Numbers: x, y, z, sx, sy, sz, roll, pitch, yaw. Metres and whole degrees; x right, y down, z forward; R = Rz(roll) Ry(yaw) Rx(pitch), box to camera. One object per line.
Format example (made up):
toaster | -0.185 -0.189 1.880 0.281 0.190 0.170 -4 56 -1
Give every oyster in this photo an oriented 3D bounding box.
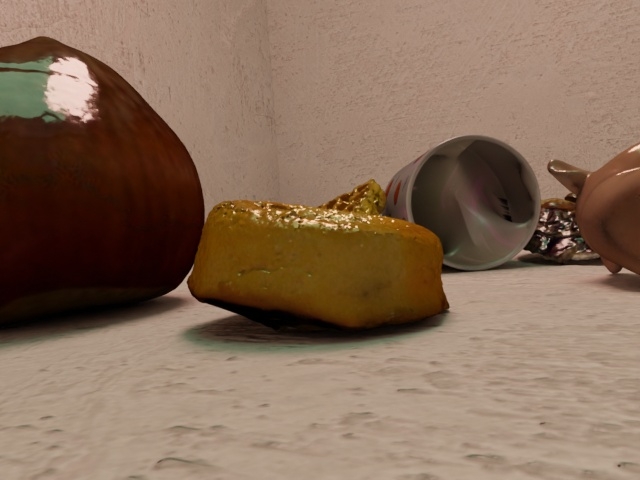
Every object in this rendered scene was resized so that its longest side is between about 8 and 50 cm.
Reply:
oyster | 0.436 -0.017 1.023 0.271 0.100 0.275 17 10 38

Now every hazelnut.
hazelnut | -0.348 -0.058 0.745 0.360 0.358 0.409 -3 -7 25

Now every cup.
cup | 0.226 -0.060 1.067 0.213 0.212 0.317 -4 1 -4

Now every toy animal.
toy animal | 0.376 -0.026 0.638 0.154 0.166 0.250 -17 7 -8

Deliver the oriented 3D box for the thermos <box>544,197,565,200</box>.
thermos | 0.545 -0.028 1.265 0.137 0.105 0.193 27 7 0

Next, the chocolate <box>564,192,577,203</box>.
chocolate | 0.479 -0.065 1.068 0.065 0.031 0.101 20 -11 42

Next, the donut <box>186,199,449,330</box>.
donut | 0.001 0.027 0.573 0.254 0.118 0.253 10 6 -1

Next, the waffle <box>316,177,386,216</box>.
waffle | 0.000 0.000 1.053 0.229 0.057 0.219 -27 19 27
